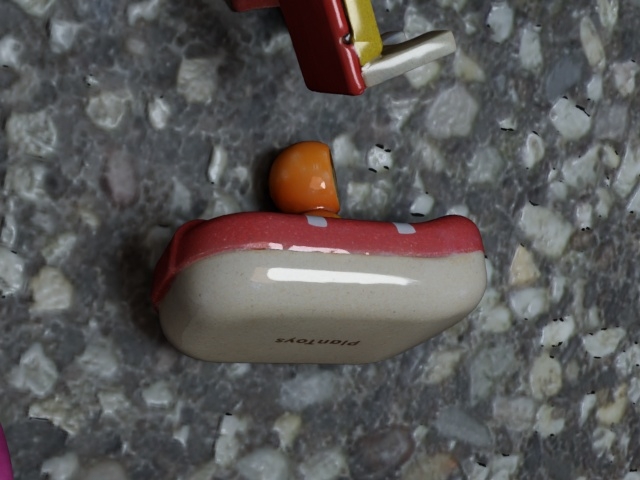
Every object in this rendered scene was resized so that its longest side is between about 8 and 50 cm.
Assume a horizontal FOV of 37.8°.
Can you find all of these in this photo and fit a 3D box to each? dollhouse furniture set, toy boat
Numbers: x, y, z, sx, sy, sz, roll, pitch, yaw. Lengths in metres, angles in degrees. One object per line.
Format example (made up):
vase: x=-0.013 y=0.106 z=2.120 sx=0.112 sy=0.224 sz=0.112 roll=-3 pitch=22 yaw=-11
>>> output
dollhouse furniture set: x=-0.077 y=-0.264 z=0.550 sx=0.152 sy=0.201 sz=0.374 roll=-24 pitch=110 yaw=-19
toy boat: x=0.000 y=0.000 z=0.650 sx=0.231 sy=0.151 sz=0.151 roll=4 pitch=65 yaw=-23

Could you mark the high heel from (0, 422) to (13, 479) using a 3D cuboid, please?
high heel: x=-0.246 y=0.092 z=0.553 sx=0.082 sy=0.117 sz=0.244 roll=-22 pitch=103 yaw=-19
